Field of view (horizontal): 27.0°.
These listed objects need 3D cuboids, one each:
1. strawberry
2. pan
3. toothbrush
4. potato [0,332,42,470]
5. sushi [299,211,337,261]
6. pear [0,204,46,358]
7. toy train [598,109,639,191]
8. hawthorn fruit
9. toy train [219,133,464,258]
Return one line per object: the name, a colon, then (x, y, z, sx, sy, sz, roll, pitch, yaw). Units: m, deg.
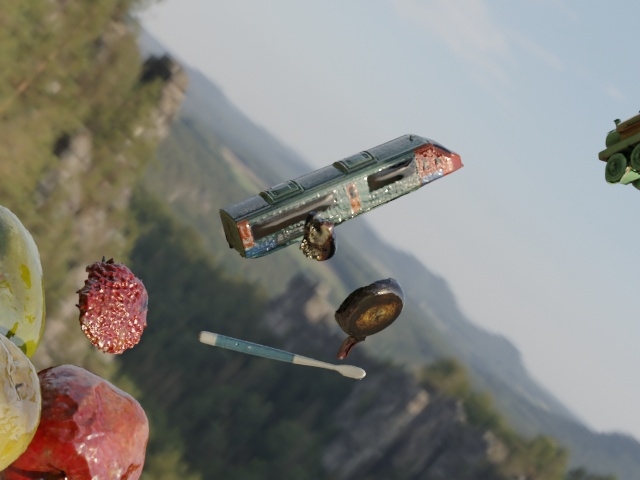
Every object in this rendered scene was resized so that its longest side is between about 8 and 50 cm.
strawberry: (-0.329, 0.119, 2.198, 0.208, 0.087, 0.167, -97, 165, -64)
pan: (0.064, 0.136, 2.076, 0.040, 0.115, 0.212, 63, -31, 30)
toothbrush: (-0.062, 0.184, 2.129, 0.275, 0.019, 0.025, 13, -14, 7)
potato: (-0.410, 0.173, 1.412, 0.242, 0.242, 0.285, 44, 2, 23)
sushi: (0.000, 0.000, 1.878, 0.046, 0.044, 0.083, 24, -35, 17)
pear: (-0.524, 0.081, 1.914, 0.269, 0.269, 0.321, 43, 38, -39)
toy train: (0.452, -0.140, 1.810, 0.074, 0.118, 0.176, 13, -23, -30)
hawthorn fruit: (-0.327, 0.279, 1.689, 0.207, 0.207, 0.243, 44, 10, -13)
toy train: (0.038, -0.086, 2.152, 0.086, 0.409, 0.089, 37, -34, 59)
